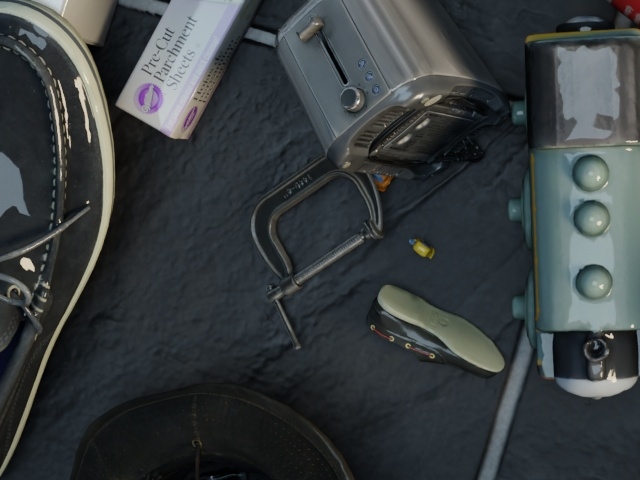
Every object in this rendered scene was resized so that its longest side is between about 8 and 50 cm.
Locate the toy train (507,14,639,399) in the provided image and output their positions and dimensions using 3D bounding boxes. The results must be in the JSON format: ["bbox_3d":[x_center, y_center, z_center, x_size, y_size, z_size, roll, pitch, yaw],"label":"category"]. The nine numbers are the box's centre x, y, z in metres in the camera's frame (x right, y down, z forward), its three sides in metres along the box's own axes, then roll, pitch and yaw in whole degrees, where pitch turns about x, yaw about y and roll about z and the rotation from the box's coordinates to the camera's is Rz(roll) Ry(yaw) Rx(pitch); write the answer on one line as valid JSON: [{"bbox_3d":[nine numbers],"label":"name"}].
[{"bbox_3d":[0.227,-0.028,1.272,0.142,0.190,0.334,0,92,11],"label":"toy train"}]

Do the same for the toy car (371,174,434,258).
[{"bbox_3d":[0.081,-0.045,1.374,0.060,0.040,0.122,-38,85,9],"label":"toy car"}]

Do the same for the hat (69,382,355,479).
[{"bbox_3d":[-0.076,0.278,1.366,0.331,0.134,0.331,-1,87,29],"label":"hat"}]

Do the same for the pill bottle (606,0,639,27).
[{"bbox_3d":[0.368,-0.236,1.221,0.408,0.229,0.229,39,98,7],"label":"pill bottle"}]

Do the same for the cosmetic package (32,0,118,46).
[{"bbox_3d":[-0.248,-0.380,1.364,0.197,0.155,0.365,21,96,7],"label":"cosmetic package"}]

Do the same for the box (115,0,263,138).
[{"bbox_3d":[-0.080,-0.248,1.385,0.067,0.063,0.324,31,97,8],"label":"box"}]

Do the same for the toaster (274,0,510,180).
[{"bbox_3d":[0.064,-0.143,1.298,0.129,0.227,0.146,-39,69,27],"label":"toaster"}]

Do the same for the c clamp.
[{"bbox_3d":[0.000,0.000,1.388,0.161,0.022,0.137,-40,74,24],"label":"c clamp"}]

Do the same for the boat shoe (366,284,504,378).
[{"bbox_3d":[0.105,0.090,1.375,0.133,0.049,0.042,28,124,2],"label":"boat shoe"}]

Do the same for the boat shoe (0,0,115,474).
[{"bbox_3d":[-0.311,0.032,1.332,0.187,0.156,0.500,23,111,9],"label":"boat shoe"}]
